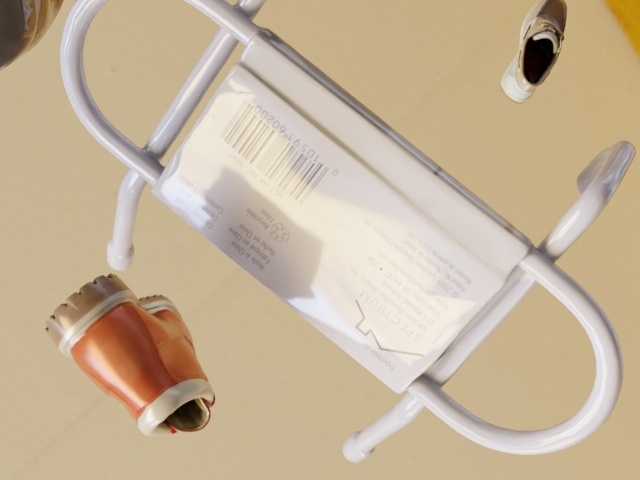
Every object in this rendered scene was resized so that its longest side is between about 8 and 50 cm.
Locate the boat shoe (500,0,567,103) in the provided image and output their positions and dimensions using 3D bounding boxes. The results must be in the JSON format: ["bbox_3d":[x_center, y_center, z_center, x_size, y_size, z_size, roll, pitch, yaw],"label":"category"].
[{"bbox_3d":[0.234,-0.205,1.436,0.050,0.045,0.135,28,-112,-14],"label":"boat shoe"}]

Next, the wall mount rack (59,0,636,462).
[{"bbox_3d":[0.000,0.000,0.778,0.350,0.304,0.130,40,-148,3],"label":"wall mount rack"}]

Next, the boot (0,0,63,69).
[{"bbox_3d":[-0.235,-0.262,0.851,0.115,0.112,0.305,-57,-42,-65],"label":"boot"}]

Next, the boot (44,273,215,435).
[{"bbox_3d":[-0.088,0.072,0.729,0.059,0.158,0.084,-44,-101,0],"label":"boot"}]
